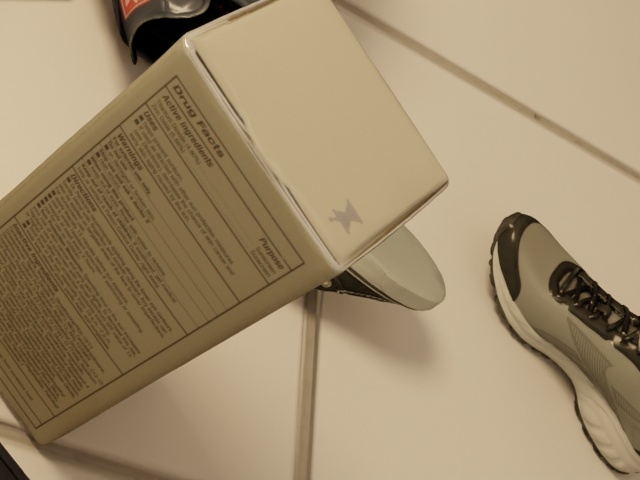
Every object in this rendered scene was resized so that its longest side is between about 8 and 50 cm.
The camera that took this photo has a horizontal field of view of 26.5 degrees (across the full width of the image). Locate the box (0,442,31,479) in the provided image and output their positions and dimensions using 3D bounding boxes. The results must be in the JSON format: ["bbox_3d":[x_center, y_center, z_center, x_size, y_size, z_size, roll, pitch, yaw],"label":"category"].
[{"bbox_3d":[-0.214,0.222,0.496,0.395,0.097,0.318,-82,157,-43],"label":"box"}]

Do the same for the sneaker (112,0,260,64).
[{"bbox_3d":[-0.127,-0.225,1.021,0.350,0.131,0.148,49,40,-12],"label":"sneaker"}]

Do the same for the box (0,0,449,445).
[{"bbox_3d":[-0.091,-0.006,0.806,0.121,0.311,0.148,-36,94,-47],"label":"box"}]

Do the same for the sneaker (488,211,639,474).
[{"bbox_3d":[0.254,0.082,1.230,0.271,0.108,0.100,53,45,-6],"label":"sneaker"}]

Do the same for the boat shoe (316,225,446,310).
[{"bbox_3d":[0.000,0.000,1.066,0.219,0.070,0.078,32,35,-21],"label":"boat shoe"}]
